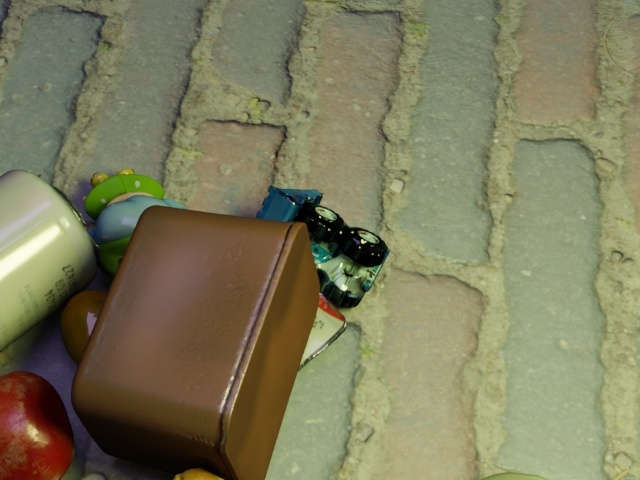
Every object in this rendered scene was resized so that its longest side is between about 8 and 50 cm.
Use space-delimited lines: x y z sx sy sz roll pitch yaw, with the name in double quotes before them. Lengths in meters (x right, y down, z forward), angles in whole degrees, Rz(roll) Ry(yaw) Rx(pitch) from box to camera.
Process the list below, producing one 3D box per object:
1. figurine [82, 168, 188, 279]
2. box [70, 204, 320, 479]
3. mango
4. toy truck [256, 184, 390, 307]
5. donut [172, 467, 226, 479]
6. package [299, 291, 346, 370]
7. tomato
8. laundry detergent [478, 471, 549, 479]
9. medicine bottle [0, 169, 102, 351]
"figurine" -0.294 -0.028 1.988 0.162 0.143 0.263 -9 33 -18
"box" -0.163 0.142 1.721 0.229 0.239 0.339 11 61 13
"mango" -0.320 0.146 1.864 0.111 0.089 0.163 -15 60 -14
"toy truck" 0.000 0.000 1.959 0.208 0.113 0.126 30 22 6
"donut" -0.151 0.436 1.545 0.299 0.150 0.317 1 44 -23
"package" -0.092 0.144 1.873 0.232 0.040 0.166 -40 69 -12
"tomato" -0.426 0.268 1.722 0.187 0.151 0.187 0 55 0
"laundry detergent" 0.197 0.403 1.650 0.253 0.091 0.181 -9 56 -9
"medicine bottle" -0.525 0.074 1.841 0.213 0.213 0.379 36 58 26
